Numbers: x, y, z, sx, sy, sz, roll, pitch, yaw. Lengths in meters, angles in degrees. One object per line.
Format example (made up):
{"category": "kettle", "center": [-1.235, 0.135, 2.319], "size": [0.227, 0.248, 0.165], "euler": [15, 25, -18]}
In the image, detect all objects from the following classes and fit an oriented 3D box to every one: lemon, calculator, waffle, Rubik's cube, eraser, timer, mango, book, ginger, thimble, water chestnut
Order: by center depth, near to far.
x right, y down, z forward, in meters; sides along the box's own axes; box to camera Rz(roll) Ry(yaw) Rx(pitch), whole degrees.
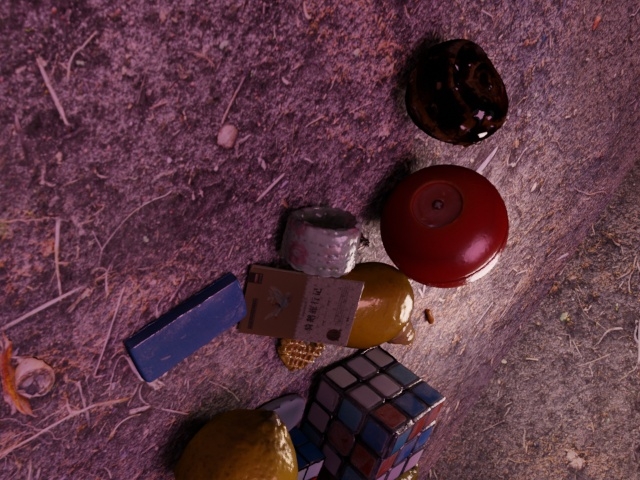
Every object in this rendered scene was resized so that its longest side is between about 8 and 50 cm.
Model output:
{"category": "eraser", "center": [-0.322, 0.214, 1.430], "size": [0.312, 0.043, 0.144], "euler": [-34, 137, -27]}
{"category": "thimble", "center": [0.000, 0.000, 1.530], "size": [0.211, 0.185, 0.149], "euler": [5, 116, -13]}
{"category": "book", "center": [-0.054, 0.182, 1.576], "size": [0.311, 0.021, 0.216], "euler": [9, 117, -10]}
{"category": "water chestnut", "center": [0.362, -0.395, 1.600], "size": [0.300, 0.300, 0.299], "euler": [-29, 137, -32]}
{"category": "lemon", "center": [-0.227, 0.652, 1.640], "size": [0.350, 0.350, 0.387], "euler": [18, 108, -53]}
{"category": "timer", "center": [0.369, -0.047, 1.737], "size": [0.378, 0.378, 0.279], "euler": [-51, 148, -7]}
{"category": "mango", "center": [0.111, 0.191, 1.761], "size": [0.445, 0.220, 0.301], "euler": [20, 113, -50]}
{"category": "waffle", "center": [-0.064, 0.334, 1.818], "size": [0.149, 0.051, 0.194], "euler": [-41, 137, -20]}
{"category": "calculator", "center": [-0.164, 0.610, 1.926], "size": [0.299, 0.041, 0.185], "euler": [-12, 126, -46]}
{"category": "Rubik's cube", "center": [-0.114, 0.794, 2.023], "size": [0.184, 0.167, 0.180], "euler": [-2, 119, -47]}
{"category": "Rubik's cube", "center": [0.184, 0.651, 2.092], "size": [0.362, 0.363, 0.358], "euler": [-12, 130, -49]}
{"category": "ginger", "center": [0.268, 0.308, 2.124], "size": [0.189, 0.126, 0.354], "euler": [-59, 148, -13]}

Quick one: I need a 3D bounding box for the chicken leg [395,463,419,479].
{"category": "chicken leg", "center": [0.283, 0.931, 2.108], "size": [0.429, 0.153, 0.201], "euler": [-27, 138, -63]}

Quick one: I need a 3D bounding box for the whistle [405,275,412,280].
{"category": "whistle", "center": [0.372, 0.047, 2.095], "size": [0.220, 0.057, 0.107], "euler": [-61, 158, 15]}

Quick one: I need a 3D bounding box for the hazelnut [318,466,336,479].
{"category": "hazelnut", "center": [0.050, 0.974, 2.215], "size": [0.372, 0.373, 0.315], "euler": [34, 51, -54]}

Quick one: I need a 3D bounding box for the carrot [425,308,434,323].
{"category": "carrot", "center": [0.460, 0.321, 2.428], "size": [0.032, 0.032, 0.093], "euler": [-43, 139, -17]}

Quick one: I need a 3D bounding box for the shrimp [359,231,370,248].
{"category": "shrimp", "center": [0.096, -0.005, 1.745], "size": [0.190, 0.042, 0.101], "euler": [7, 105, -50]}
